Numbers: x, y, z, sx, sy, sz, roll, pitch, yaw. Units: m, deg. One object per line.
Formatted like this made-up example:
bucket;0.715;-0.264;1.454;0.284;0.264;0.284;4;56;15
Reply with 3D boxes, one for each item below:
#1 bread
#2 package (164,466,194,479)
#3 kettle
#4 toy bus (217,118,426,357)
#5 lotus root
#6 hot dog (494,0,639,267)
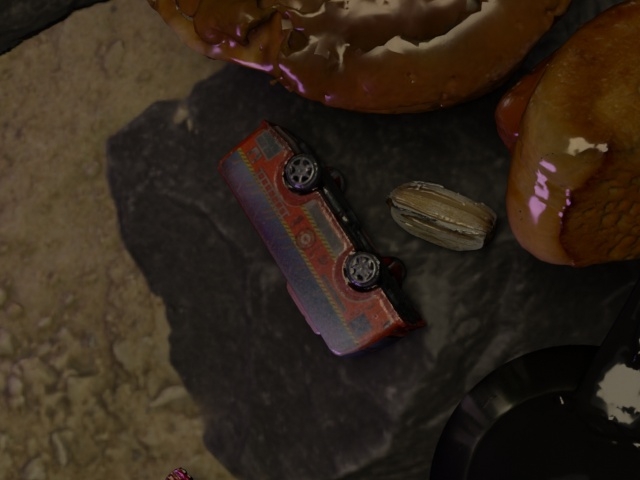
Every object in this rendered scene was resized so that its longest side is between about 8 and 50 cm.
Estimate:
bread;0.051;-0.251;0.868;0.337;0.204;0.358;24;83;19
package;-0.143;0.264;0.874;0.083;0.022;0.200;45;74;-2
kettle;0.172;0.146;0.726;0.251;0.271;0.207;-33;74;7
toy bus;0.000;0.000;0.906;0.077;0.065;0.192;-37;73;16
lotus root;0.090;-0.018;0.902;0.083;0.030;0.037;22;55;14
hot dog;0.236;-0.079;0.800;0.257;0.150;0.153;-8;48;-8
